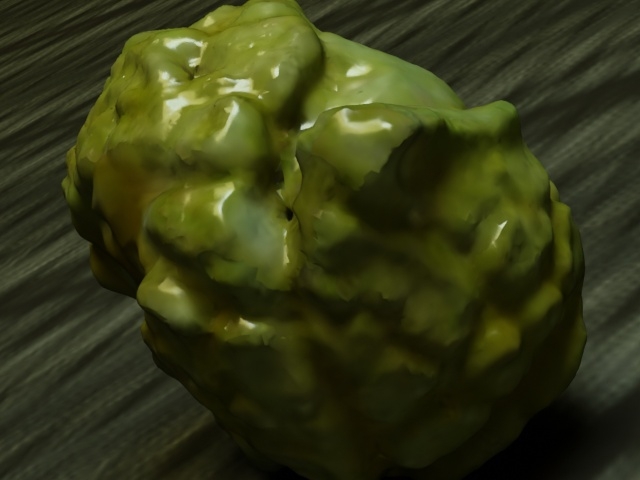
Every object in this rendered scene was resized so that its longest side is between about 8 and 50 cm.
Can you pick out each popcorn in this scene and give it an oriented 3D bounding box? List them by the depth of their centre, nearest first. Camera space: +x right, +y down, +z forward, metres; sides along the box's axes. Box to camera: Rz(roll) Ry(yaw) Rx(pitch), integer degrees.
[{"bbox_3d":[0.000,0.000,0.725,0.256,0.255,0.195,31,76,13],"label":"popcorn"}]
